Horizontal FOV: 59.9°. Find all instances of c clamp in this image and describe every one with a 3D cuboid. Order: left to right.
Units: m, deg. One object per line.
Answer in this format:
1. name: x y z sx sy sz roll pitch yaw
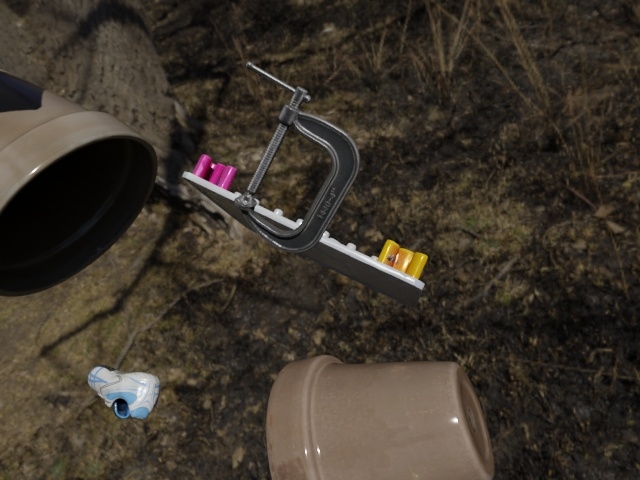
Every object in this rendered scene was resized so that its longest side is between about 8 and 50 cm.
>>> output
1. c clamp: -0.035 -0.071 0.546 0.137 0.160 0.022 26 21 4

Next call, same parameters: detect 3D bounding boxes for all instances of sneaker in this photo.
1. sneaker: -0.385 0.287 1.053 0.237 0.085 0.086 -9 56 47

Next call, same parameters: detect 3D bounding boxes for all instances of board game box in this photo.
1. board game box: 0.000 0.000 0.968 0.390 0.390 0.050 25 84 12

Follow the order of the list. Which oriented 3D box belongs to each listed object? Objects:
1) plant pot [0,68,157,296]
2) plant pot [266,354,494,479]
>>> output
1. plant pot: -0.478 -0.119 0.879 0.280 0.323 0.323 39 52 9
2. plant pot: 0.090 0.257 0.723 0.229 0.263 0.263 -21 27 20
